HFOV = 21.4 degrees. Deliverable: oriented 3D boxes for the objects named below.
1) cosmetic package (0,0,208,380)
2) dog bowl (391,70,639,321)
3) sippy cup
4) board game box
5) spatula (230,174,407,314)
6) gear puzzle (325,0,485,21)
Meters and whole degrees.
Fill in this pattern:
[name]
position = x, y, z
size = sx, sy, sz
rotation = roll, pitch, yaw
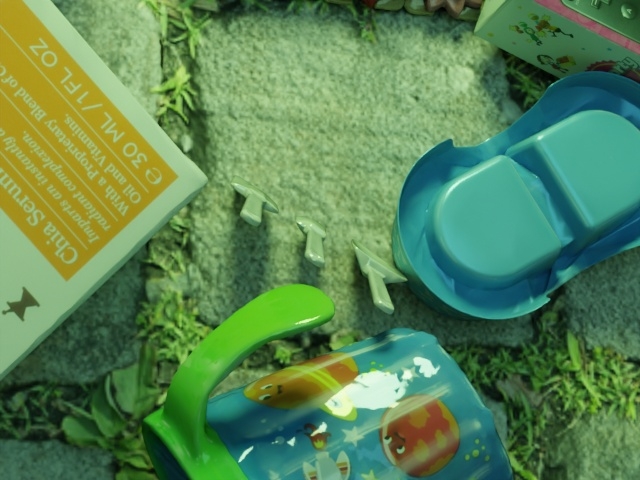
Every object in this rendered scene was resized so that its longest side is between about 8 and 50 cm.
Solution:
[cosmetic package]
position = -0.330, 0.028, 1.270
size = 0.230, 0.161, 0.453
rotation = 48, 67, -10
[dog bowl]
position = 0.190, -0.033, 1.503
size = 0.297, 0.074, 0.166
rotation = -28, 83, -22
[sippy cup]
position = 0.016, 0.184, 1.286
size = 0.224, 0.305, 0.240
rotation = -28, 68, -15
[board game box]
position = 0.320, -0.234, 1.580
size = 0.303, 0.097, 0.224
rotation = 24, 67, -11
[spatula]
position = 0.000, 0.000, 1.362
size = 0.168, 0.242, 0.019
rotation = 34, 95, -6
[gear puzzle]
position = -0.002, -0.303, 1.547
size = 0.338, 0.044, 0.176
rotation = 5, 72, -14
